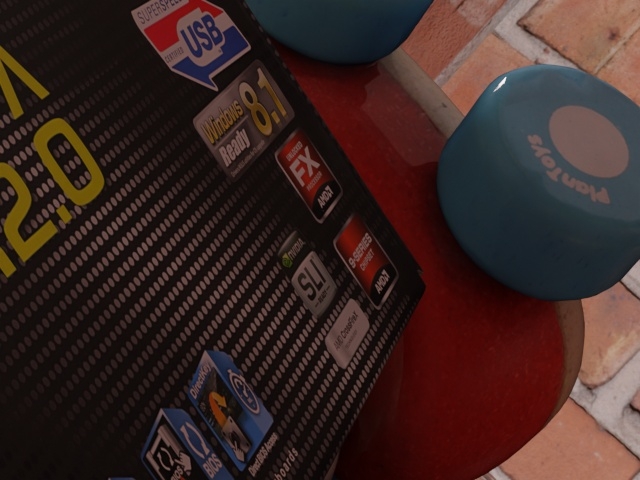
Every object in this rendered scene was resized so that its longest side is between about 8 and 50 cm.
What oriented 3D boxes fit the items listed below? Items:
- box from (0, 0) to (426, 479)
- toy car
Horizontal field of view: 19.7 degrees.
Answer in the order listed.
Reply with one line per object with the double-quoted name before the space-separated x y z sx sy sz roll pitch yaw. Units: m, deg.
"box" -0.084 -0.016 0.375 0.216 0.060 0.270 57 24 -10
"toy car" -0.046 0.026 0.607 0.210 0.238 0.219 47 -43 10
